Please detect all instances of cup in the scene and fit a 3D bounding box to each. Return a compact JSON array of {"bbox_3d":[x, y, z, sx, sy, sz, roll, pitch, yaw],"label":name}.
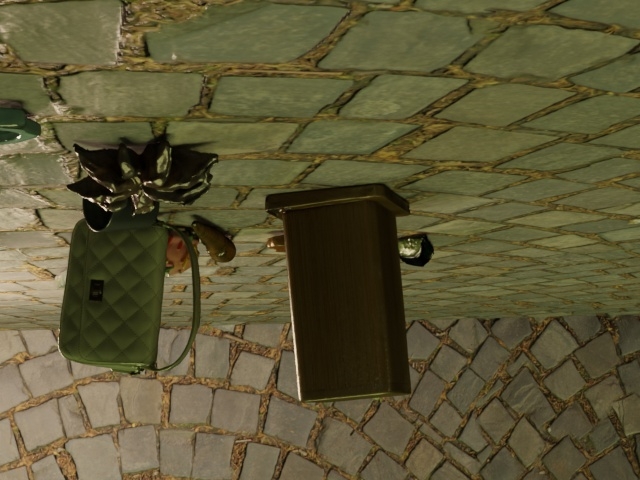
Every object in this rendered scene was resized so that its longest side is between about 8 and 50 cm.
[{"bbox_3d":[-0.259,-0.058,1.496,0.077,0.078,0.100,0,141,-43],"label":"cup"}]

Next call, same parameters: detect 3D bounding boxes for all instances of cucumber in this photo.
[{"bbox_3d":[0.177,0.021,2.162,0.070,0.046,0.220,4,172,10],"label":"cucumber"}]

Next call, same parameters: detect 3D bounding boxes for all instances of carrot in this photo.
[{"bbox_3d":[-0.187,-0.002,1.924,0.049,0.049,0.254,-3,167,6],"label":"carrot"}]

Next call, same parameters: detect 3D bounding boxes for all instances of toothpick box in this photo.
[{"bbox_3d":[0.040,0.086,1.704,0.190,0.308,0.187,-7,170,16],"label":"toothpick box"}]

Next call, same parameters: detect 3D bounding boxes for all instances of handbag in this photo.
[{"bbox_3d":[-0.293,0.084,1.770,0.219,0.256,0.079,3,173,15],"label":"handbag"}]

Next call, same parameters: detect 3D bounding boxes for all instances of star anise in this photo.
[{"bbox_3d":[-0.220,-0.071,1.381,0.182,0.065,0.195,0,163,-9],"label":"star anise"}]

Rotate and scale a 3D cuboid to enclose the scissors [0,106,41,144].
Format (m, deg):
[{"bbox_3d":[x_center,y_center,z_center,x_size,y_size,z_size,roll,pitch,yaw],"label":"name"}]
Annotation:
[{"bbox_3d":[-0.462,-0.106,1.247,0.191,0.029,0.360,4,169,-42],"label":"scissors"}]

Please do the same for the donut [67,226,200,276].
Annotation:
[{"bbox_3d":[-0.333,0.029,1.951,0.199,0.085,0.233,6,166,-37],"label":"donut"}]

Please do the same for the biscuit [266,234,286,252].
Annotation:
[{"bbox_3d":[-0.004,-0.002,2.014,0.184,0.027,0.133,-8,169,22],"label":"biscuit"}]

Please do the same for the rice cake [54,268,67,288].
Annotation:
[{"bbox_3d":[-0.510,0.071,2.317,0.043,0.034,0.211,-7,173,-27],"label":"rice cake"}]
